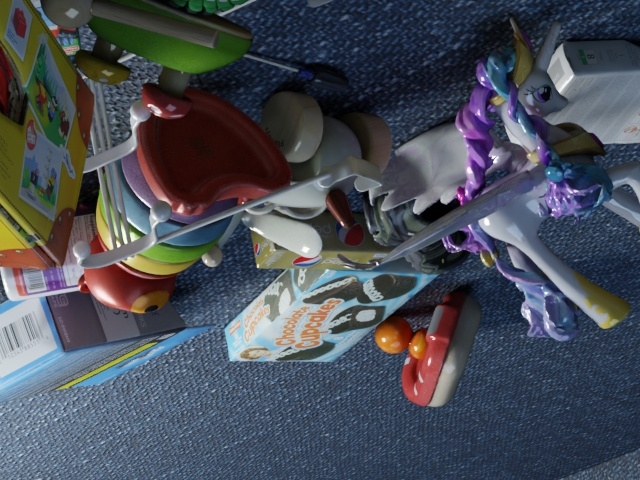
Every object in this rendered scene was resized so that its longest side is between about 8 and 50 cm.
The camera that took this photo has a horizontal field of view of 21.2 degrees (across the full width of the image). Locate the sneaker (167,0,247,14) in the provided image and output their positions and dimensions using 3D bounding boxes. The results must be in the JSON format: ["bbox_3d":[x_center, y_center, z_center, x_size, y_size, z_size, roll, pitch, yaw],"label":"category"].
[{"bbox_3d":[-0.121,-0.307,1.470,0.146,0.134,0.343,-25,154,21],"label":"sneaker"}]

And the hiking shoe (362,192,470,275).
[{"bbox_3d":[0.157,-0.019,2.298,0.114,0.086,0.227,-22,154,29],"label":"hiking shoe"}]

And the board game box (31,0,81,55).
[{"bbox_3d":[-0.322,-0.236,1.647,0.160,0.039,0.211,-10,155,-5],"label":"board game box"}]

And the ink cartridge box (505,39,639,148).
[{"bbox_3d":[0.361,-0.180,2.090,0.224,0.056,0.181,-6,155,-23],"label":"ink cartridge box"}]

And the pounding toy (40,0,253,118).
[{"bbox_3d":[-0.170,-0.178,1.610,0.183,0.110,0.237,23,-171,4],"label":"pounding toy"}]

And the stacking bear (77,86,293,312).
[{"bbox_3d":[-0.185,-0.023,1.951,0.175,0.164,0.289,-13,151,-39],"label":"stacking bear"}]

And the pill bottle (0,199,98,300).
[{"bbox_3d":[-0.298,0.007,2.112,0.193,0.108,0.108,-10,156,-5],"label":"pill bottle"}]

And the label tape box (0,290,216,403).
[{"bbox_3d":[-0.341,0.131,2.340,0.240,0.106,0.333,-27,170,30],"label":"label tape box"}]

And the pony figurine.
[{"bbox_3d":[0.226,-0.048,2.010,0.351,0.303,0.363,-36,110,21],"label":"pony figurine"}]

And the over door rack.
[{"bbox_3d":[-0.126,-0.131,1.733,0.324,0.240,0.108,-17,161,11],"label":"over door rack"}]

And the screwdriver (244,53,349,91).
[{"bbox_3d":[-0.036,-0.190,1.904,0.170,0.025,0.024,8,149,-39],"label":"screwdriver"}]

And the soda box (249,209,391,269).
[{"bbox_3d":[0.000,0.000,2.295,0.181,0.061,0.058,2,153,-30],"label":"soda box"}]

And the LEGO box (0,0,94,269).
[{"bbox_3d":[-0.448,-0.153,1.439,0.372,0.193,0.500,4,160,11],"label":"LEGO box"}]

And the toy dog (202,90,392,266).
[{"bbox_3d":[-0.044,-0.041,2.060,0.220,0.161,0.334,-2,154,-21],"label":"toy dog"}]

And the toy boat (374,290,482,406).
[{"bbox_3d":[0.158,0.163,2.678,0.151,0.151,0.231,19,154,5],"label":"toy boat"}]

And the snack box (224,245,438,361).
[{"bbox_3d":[0.011,0.091,2.504,0.187,0.060,0.322,3,152,-30],"label":"snack box"}]
